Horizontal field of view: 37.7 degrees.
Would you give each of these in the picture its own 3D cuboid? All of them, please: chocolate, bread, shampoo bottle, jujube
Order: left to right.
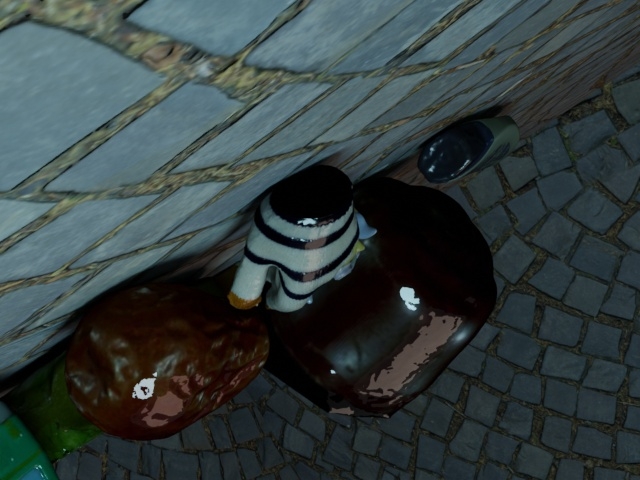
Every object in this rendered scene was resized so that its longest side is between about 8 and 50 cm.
[{"bbox_3d":[-0.288,0.188,1.365,0.366,0.129,0.382,-32,177,-13],"label":"bread"},{"bbox_3d":[-0.175,0.138,1.116,0.255,0.190,0.190,-4,157,-43],"label":"jujube"},{"bbox_3d":[-0.162,0.086,1.556,0.109,0.062,0.043,-35,175,2],"label":"bread"},{"bbox_3d":[0.103,0.063,1.540,0.384,0.383,0.331,-27,158,-51],"label":"chocolate"},{"bbox_3d":[0.271,-0.166,1.629,0.134,0.078,0.359,-37,174,23],"label":"shampoo bottle"}]

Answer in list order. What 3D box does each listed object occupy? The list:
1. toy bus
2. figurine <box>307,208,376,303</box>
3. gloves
[{"bbox_3d":[-0.453,0.334,1.193,0.183,0.199,0.343,-41,-174,-31],"label":"toy bus"},{"bbox_3d":[0.000,0.000,1.313,0.184,0.128,0.208,-31,172,-46],"label":"figurine"},{"bbox_3d":[-0.027,0.015,1.117,0.218,0.131,0.140,97,13,-48],"label":"gloves"}]
